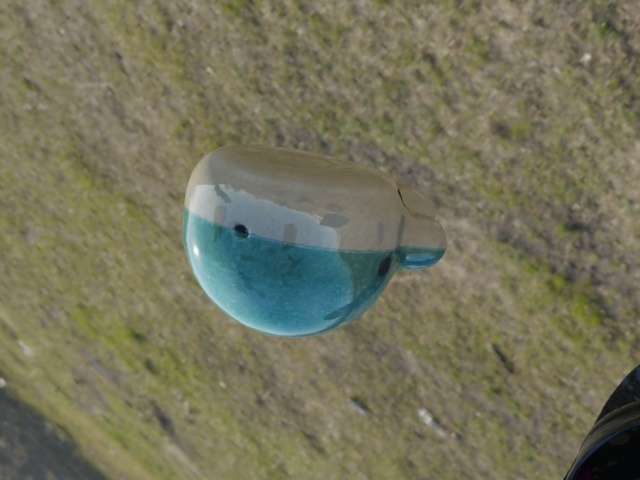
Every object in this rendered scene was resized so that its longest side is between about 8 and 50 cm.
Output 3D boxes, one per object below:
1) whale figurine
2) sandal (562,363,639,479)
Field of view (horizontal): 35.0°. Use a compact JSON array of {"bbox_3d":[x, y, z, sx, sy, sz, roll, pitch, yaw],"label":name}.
[{"bbox_3d":[0.000,0.000,0.842,0.216,0.141,0.272,15,-169,23],"label":"whale figurine"},{"bbox_3d":[0.269,0.260,0.915,0.167,0.446,0.107,36,166,27],"label":"sandal"}]
